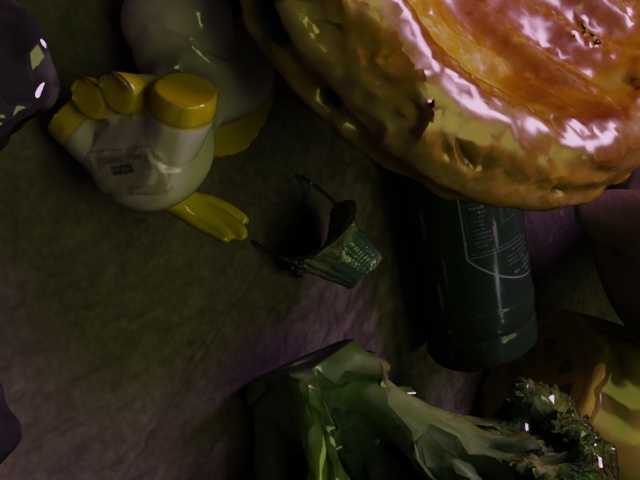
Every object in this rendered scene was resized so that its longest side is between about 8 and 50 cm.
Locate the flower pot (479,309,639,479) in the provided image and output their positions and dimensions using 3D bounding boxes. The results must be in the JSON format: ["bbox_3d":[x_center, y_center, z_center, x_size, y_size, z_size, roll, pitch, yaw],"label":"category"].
[{"bbox_3d":[0.250,0.161,1.004,0.179,0.195,0.195,31,73,-33],"label":"flower pot"}]

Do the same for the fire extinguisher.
[{"bbox_3d":[0.106,-0.057,0.862,0.114,0.095,0.311,-65,147,-60],"label":"fire extinguisher"}]

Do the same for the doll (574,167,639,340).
[{"bbox_3d":[0.382,-0.021,1.000,0.370,0.226,0.215,-33,103,-59],"label":"doll"}]

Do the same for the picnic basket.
[{"bbox_3d":[0.000,0.000,0.776,0.083,0.083,0.065,39,70,-3],"label":"picnic basket"}]

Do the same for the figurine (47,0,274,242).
[{"bbox_3d":[-0.078,-0.090,0.658,0.129,0.109,0.178,50,40,-35],"label":"figurine"}]

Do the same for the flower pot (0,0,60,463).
[{"bbox_3d":[-0.246,0.003,0.333,0.283,0.299,0.299,-21,113,-36],"label":"flower pot"}]

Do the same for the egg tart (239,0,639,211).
[{"bbox_3d":[0.079,-0.194,0.698,0.388,0.169,0.387,9,71,-29],"label":"egg tart"}]

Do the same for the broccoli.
[{"bbox_3d":[0.068,0.193,0.761,0.308,0.308,0.275,-32,95,-41],"label":"broccoli"}]
